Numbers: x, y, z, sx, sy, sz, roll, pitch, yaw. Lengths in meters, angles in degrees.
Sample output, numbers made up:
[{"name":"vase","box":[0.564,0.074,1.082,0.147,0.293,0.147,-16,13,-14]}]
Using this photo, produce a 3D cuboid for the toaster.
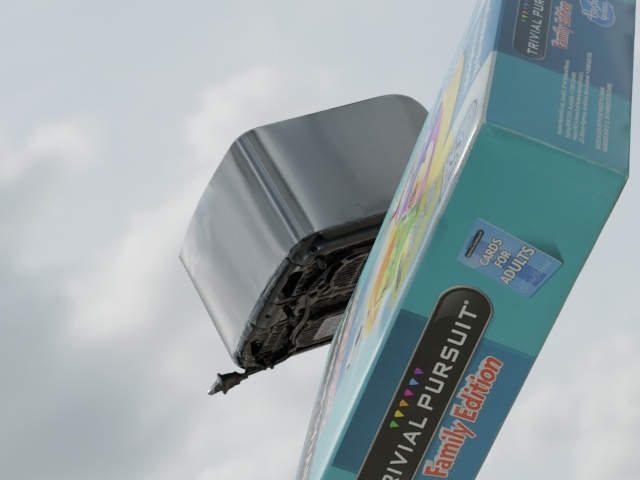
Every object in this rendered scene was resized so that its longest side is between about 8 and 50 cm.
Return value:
[{"name":"toaster","box":[0.000,0.000,1.387,0.185,0.110,0.168,-17,-28,-31]}]

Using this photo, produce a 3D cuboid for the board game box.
[{"name":"board game box","box":[0.072,0.020,1.100,0.254,0.079,0.336,-74,5,-57]}]
